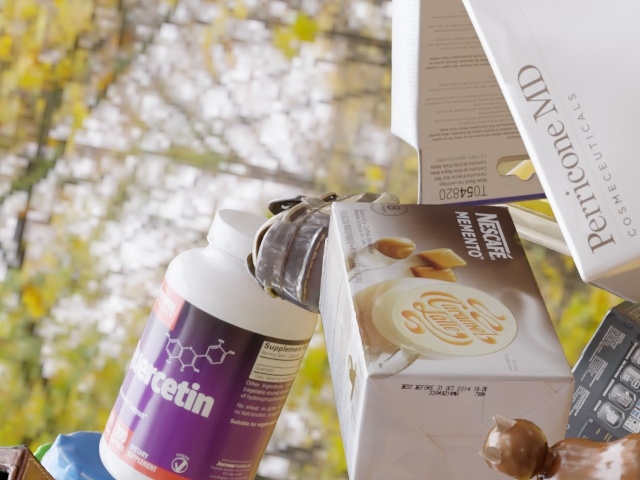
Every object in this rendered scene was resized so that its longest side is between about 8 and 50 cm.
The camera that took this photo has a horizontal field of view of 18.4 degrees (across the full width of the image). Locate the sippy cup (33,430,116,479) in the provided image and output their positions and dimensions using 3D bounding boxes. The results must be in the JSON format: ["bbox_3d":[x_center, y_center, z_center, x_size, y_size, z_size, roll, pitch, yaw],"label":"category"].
[{"bbox_3d":[-0.300,0.372,2.506,0.240,0.305,0.224,-4,-57,-63],"label":"sippy cup"}]

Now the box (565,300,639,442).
[{"bbox_3d":[0.246,0.189,1.497,0.059,0.183,0.233,-16,-43,-62],"label":"box"}]

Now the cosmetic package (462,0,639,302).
[{"bbox_3d":[0.282,-0.128,1.065,0.197,0.365,0.155,67,-166,12],"label":"cosmetic package"}]

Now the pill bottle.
[{"bbox_3d":[-0.117,0.135,2.233,0.323,0.181,0.181,-68,-14,13],"label":"pill bottle"}]

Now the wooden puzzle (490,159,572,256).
[{"bbox_3d":[0.293,-0.066,2.095,0.221,0.238,0.044,-37,-57,-27],"label":"wooden puzzle"}]

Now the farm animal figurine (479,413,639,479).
[{"bbox_3d":[0.109,0.227,1.065,0.330,0.327,0.172,-53,-56,-12],"label":"farm animal figurine"}]

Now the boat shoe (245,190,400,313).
[{"bbox_3d":[0.000,0.000,1.952,0.355,0.130,0.132,-44,-28,-88],"label":"boat shoe"}]

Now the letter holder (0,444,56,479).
[{"bbox_3d":[-0.257,0.322,1.528,0.302,0.152,0.214,61,-146,-51],"label":"letter holder"}]

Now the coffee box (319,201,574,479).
[{"bbox_3d":[0.082,0.071,1.397,0.246,0.141,0.098,-99,14,-62],"label":"coffee box"}]

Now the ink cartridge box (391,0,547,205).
[{"bbox_3d":[0.157,-0.144,1.624,0.223,0.045,0.224,-6,-79,-33],"label":"ink cartridge box"}]
